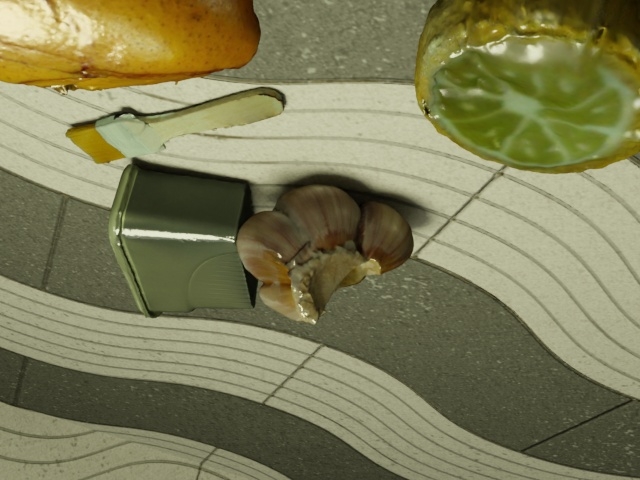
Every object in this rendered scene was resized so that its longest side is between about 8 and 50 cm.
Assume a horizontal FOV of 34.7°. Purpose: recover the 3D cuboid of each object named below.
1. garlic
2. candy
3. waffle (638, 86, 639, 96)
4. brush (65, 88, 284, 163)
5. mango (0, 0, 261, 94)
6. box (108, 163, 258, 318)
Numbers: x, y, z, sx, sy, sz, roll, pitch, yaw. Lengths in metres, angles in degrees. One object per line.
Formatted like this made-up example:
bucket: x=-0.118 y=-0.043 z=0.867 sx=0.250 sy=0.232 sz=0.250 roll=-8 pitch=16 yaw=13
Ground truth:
garlic: x=0.000 y=0.000 z=1.348 sx=0.160 sy=0.214 sz=0.191 roll=58 pitch=167 yaw=-20
candy: x=0.217 y=-0.164 z=1.003 sx=0.259 sy=0.118 sz=0.260 roll=13 pitch=155 yaw=6
waffle: x=0.416 y=-0.168 z=0.865 sx=0.280 sy=0.060 sz=0.262 roll=-29 pitch=146 yaw=27
brush: x=-0.184 y=-0.148 z=1.302 sx=0.336 sy=0.020 sz=0.085 roll=-7 pitch=144 yaw=32
mango: x=-0.234 y=-0.233 z=0.941 sx=0.350 sy=0.201 sz=0.199 roll=2 pitch=118 yaw=-27
box: x=-0.186 y=0.014 z=1.476 sx=0.178 sy=0.138 sz=0.274 roll=5 pitch=151 yaw=7
